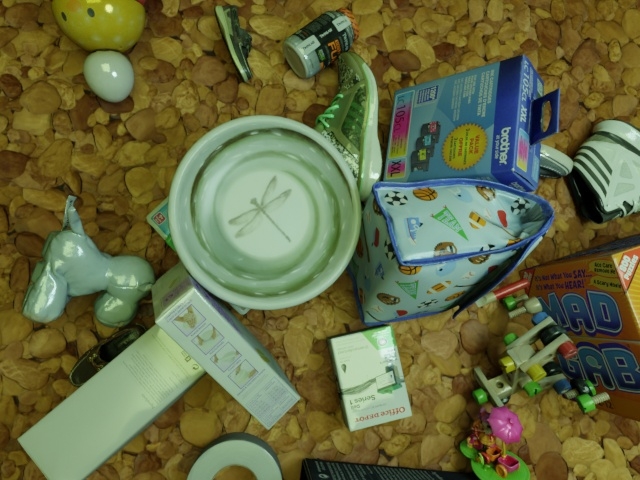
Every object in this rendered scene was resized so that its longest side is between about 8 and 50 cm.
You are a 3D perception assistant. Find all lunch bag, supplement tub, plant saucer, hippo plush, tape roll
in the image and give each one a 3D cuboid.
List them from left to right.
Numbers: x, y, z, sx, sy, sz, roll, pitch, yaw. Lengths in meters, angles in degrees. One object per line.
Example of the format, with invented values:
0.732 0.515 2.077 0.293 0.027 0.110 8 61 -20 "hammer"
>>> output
-0.512 0.071 1.046 0.236 0.234 0.295 23 95 -33 "hippo plush"
-0.196 0.566 1.044 0.218 0.072 0.220 1 82 -6 "tape roll"
-0.114 -0.057 0.966 0.399 0.100 0.401 1 87 -14 "plant saucer"
0.004 -0.529 1.208 0.190 0.117 0.117 -38 87 -10 "supplement tub"
0.285 0.033 1.027 0.384 0.328 0.239 -7 61 -15 "lunch bag"

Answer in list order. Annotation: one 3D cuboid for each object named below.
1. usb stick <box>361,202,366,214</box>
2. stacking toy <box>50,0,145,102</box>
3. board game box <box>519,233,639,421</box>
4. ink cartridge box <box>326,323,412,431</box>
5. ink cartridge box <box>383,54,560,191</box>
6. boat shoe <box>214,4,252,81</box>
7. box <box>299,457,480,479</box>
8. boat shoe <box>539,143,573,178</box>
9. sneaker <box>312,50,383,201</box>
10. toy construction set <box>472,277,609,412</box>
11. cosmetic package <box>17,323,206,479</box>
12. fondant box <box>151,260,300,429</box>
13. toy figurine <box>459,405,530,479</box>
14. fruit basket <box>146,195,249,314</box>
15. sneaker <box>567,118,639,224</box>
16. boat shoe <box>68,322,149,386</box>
0.086 -0.069 1.183 0.277 0.045 0.077 28 81 -2 "usb stick"
-0.534 -0.586 1.100 0.350 0.350 0.481 -9 99 -8 "stacking toy"
0.772 0.176 1.063 0.356 0.356 0.357 -16 83 -8 "board game box"
0.116 0.329 1.103 0.160 0.092 0.220 -12 82 -7 "ink cartridge box"
0.360 -0.251 1.069 0.151 0.395 0.270 18 76 -46 "ink cartridge box"
-0.218 -0.532 1.203 0.073 0.080 0.224 -21 80 -4 "boat shoe"
0.176 0.763 0.947 0.470 0.297 0.481 8 81 -7 "box"
0.489 -0.191 1.218 0.340 0.127 0.158 19 86 5 "boat shoe"
0.047 -0.294 1.146 0.181 0.158 0.411 -2 77 -12 "sneaker"
0.461 0.278 1.098 0.237 0.257 0.309 -23 70 4 "toy construction set"
-0.416 0.340 0.992 0.365 0.197 0.155 -39 87 -12 "cosmetic package"
-0.206 0.212 0.957 0.096 0.238 0.330 -43 112 -10 "fondant box"
0.406 0.454 1.055 0.130 0.173 0.160 -11 108 -29 "toy figurine"
-0.170 -0.054 1.059 0.353 0.165 0.327 -42 99 3 "fruit basket"
0.870 -0.099 1.231 0.447 0.169 0.257 40 85 10 "sneaker"
-0.500 0.266 1.054 0.207 0.073 0.073 -40 90 -7 "boat shoe"
